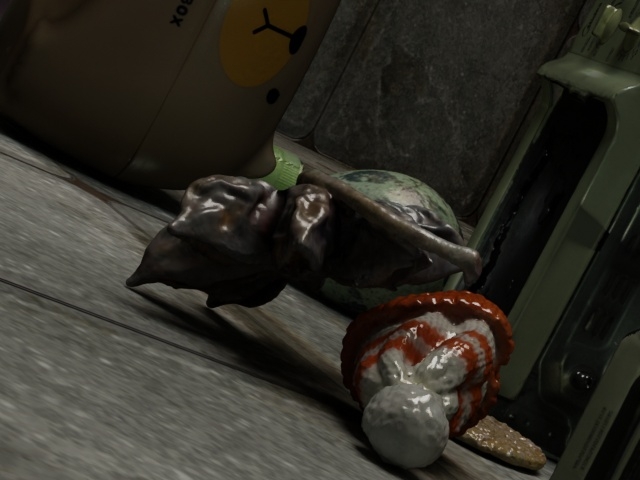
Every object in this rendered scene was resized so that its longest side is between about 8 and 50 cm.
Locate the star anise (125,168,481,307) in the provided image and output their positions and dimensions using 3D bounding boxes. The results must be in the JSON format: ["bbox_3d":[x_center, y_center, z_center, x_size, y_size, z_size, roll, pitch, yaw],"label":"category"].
[{"bbox_3d":[0.001,0.001,1.258,0.230,0.081,0.262,18,-19,-40],"label":"star anise"}]

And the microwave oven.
[{"bbox_3d":[0.281,0.015,1.538,0.286,0.355,0.218,27,5,-14],"label":"microwave oven"}]

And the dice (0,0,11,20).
[{"bbox_3d":[-0.434,-0.346,1.966,0.271,0.270,0.270,30,6,22],"label":"dice"}]

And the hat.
[{"bbox_3d":[0.061,0.089,1.177,0.112,0.094,0.162,-11,6,11],"label":"hat"}]

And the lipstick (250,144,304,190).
[{"bbox_3d":[-0.159,-0.122,2.252,0.304,0.076,0.076,26,5,-23],"label":"lipstick"}]

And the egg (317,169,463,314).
[{"bbox_3d":[0.044,0.001,1.726,0.172,0.132,0.132,17,3,9],"label":"egg"}]

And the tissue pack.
[{"bbox_3d":[-0.127,-0.241,1.828,0.276,0.387,0.267,26,3,-21],"label":"tissue pack"}]

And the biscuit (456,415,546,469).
[{"bbox_3d":[0.108,0.132,1.377,0.120,0.015,0.120,27,6,-3],"label":"biscuit"}]

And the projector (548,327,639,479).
[{"bbox_3d":[0.274,0.160,1.151,0.177,0.163,0.242,32,11,40],"label":"projector"}]
